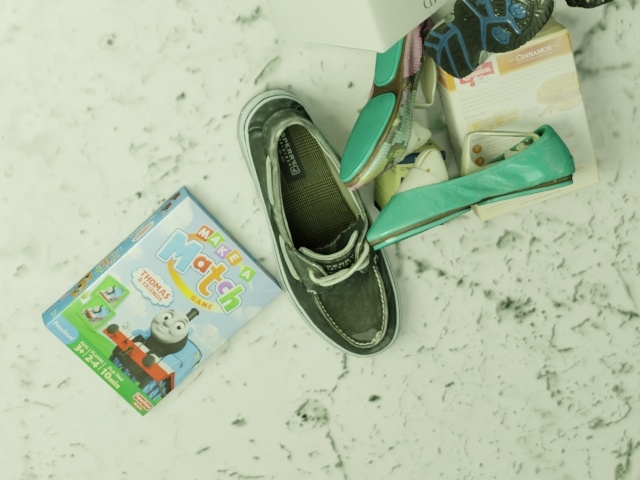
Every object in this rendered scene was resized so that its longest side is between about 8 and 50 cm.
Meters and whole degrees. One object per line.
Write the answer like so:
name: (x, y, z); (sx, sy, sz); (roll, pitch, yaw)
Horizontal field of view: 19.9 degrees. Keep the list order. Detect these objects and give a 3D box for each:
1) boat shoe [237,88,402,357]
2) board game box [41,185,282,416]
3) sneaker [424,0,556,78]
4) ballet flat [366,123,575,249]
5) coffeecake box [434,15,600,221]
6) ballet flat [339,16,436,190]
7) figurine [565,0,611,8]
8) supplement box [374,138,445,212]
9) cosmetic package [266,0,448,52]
boat shoe: (0.000, 0.000, 1.967); (0.121, 0.119, 0.335); (-28, 114, -2)
board game box: (-0.172, 0.068, 1.996); (0.211, 0.039, 0.160); (-43, 114, 4)
sneaker: (0.178, -0.232, 1.836); (0.081, 0.211, 0.080); (-45, 100, -22)
ballet flat: (0.149, -0.066, 1.922); (0.247, 0.083, 0.087); (-19, 91, -16)
coffeecake box: (0.213, -0.134, 1.996); (0.142, 0.068, 0.185); (-18, 114, -5)
ballet flat: (0.084, -0.146, 1.918); (0.079, 0.077, 0.221); (25, 69, -29)
figurine: (0.217, -0.348, 1.842); (0.092, 0.215, 0.209); (-31, 111, -21)
supplement box: (0.096, -0.066, 1.985); (0.056, 0.083, 0.083); (-6, 111, -15)
cosmetic package: (0.017, -0.387, 1.753); (0.197, 0.155, 0.365); (-42, 126, -31)
